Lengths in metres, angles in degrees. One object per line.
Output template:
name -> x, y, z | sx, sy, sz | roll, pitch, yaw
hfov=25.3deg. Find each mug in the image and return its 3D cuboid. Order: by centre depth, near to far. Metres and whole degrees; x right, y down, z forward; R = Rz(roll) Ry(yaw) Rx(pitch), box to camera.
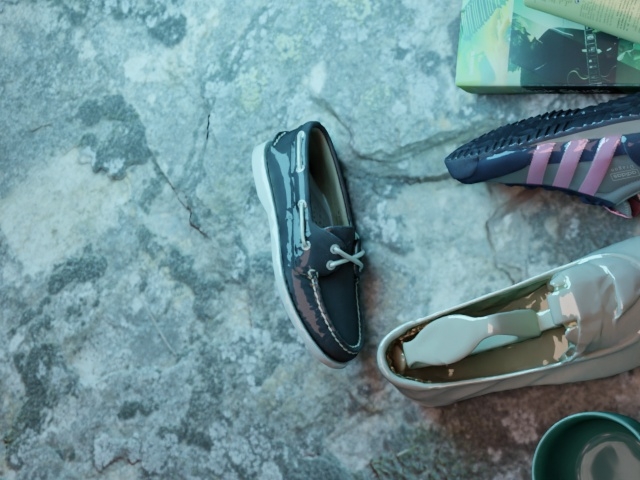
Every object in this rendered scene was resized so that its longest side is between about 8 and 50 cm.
mug -> 0.312, 0.245, 1.497 | 0.158, 0.097, 0.129 | 2, 83, 28

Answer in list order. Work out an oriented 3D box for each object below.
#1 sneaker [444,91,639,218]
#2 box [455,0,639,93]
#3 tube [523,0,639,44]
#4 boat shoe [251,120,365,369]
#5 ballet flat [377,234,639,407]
sneaker -> 0.285, -0.075, 1.558 | 0.319, 0.112, 0.131 | -8, 110, 38
box -> 0.314, -0.279, 1.592 | 0.322, 0.058, 0.232 | 3, 84, 29
tube -> 0.335, -0.245, 1.517 | 0.240, 0.062, 0.070 | 20, 136, 23
boat shoe -> 0.000, 0.000, 1.689 | 0.091, 0.114, 0.302 | -28, 72, 28
ballet flat -> 0.238, 0.092, 1.540 | 0.400, 0.139, 0.139 | -20, 74, 24
